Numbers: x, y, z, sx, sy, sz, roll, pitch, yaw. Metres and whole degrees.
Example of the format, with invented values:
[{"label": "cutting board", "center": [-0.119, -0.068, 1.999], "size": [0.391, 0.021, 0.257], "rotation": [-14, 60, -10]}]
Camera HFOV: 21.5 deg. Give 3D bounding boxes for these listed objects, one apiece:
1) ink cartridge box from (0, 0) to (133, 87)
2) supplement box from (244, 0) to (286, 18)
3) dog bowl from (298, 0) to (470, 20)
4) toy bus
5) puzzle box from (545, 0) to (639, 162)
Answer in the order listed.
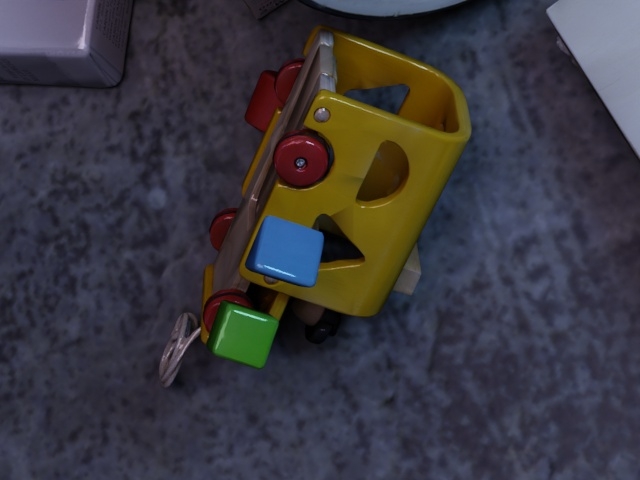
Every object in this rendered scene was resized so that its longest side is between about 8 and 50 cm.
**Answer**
[{"label": "ink cartridge box", "center": [-0.233, -0.246, 1.040], "size": [0.261, 0.066, 0.296], "rotation": [3, 78, 15]}, {"label": "supplement box", "center": [-0.048, -0.174, 0.953], "size": [0.036, 0.098, 0.062], "rotation": [-32, 70, 3]}, {"label": "dog bowl", "center": [0.070, -0.313, 0.803], "size": [0.408, 0.408, 0.150], "rotation": [-46, 61, 2]}, {"label": "toy bus", "center": [0.005, -0.007, 0.892], "size": [0.104, 0.202, 0.191], "rotation": [19, 74, -11]}, {"label": "puzzle box", "center": [0.346, -0.117, 0.819], "size": [0.409, 0.052, 0.272], "rotation": [-32, 60, 10]}]
